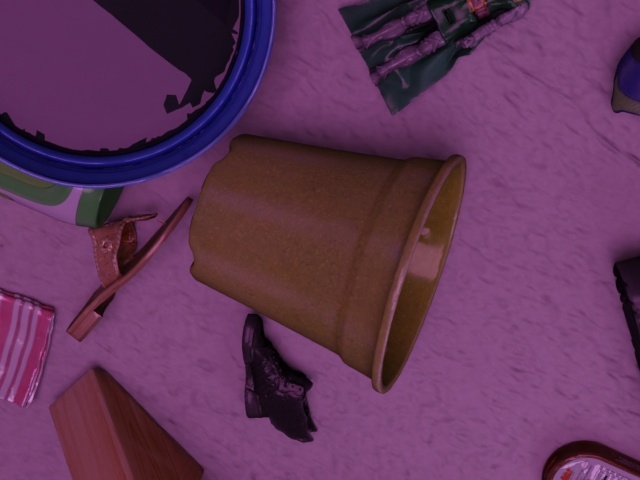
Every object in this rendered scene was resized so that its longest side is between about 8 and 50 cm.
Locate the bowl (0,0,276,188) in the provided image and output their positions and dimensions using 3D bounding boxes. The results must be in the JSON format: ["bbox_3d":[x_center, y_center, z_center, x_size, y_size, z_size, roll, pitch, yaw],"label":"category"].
[{"bbox_3d":[-0.243,-0.252,1.250,0.391,0.077,0.391,-1,98,-9],"label":"bowl"}]

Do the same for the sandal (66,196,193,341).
[{"bbox_3d":[-0.258,0.019,1.411,0.079,0.088,0.240,37,111,-10],"label":"sandal"}]

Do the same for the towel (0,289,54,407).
[{"bbox_3d":[-0.448,0.124,1.493,0.197,0.029,0.144,18,106,2],"label":"towel"}]

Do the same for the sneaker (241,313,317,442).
[{"bbox_3d":[-0.050,0.171,1.449,0.089,0.051,0.170,2,110,6],"label":"sneaker"}]

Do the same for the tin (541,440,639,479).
[{"bbox_3d":[0.369,0.321,1.447,0.189,0.040,0.106,24,102,0],"label":"tin"}]

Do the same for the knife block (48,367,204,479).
[{"bbox_3d":[-0.238,0.312,1.408,0.088,0.242,0.276,-41,97,14],"label":"knife block"}]

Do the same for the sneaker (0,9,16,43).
[{"bbox_3d":[-0.289,-0.272,1.320,0.130,0.087,0.228,16,87,3],"label":"sneaker"}]

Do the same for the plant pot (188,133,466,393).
[{"bbox_3d":[0.000,0.000,1.306,0.253,0.276,0.276,19,107,14],"label":"plant pot"}]

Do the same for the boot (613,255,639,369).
[{"bbox_3d":[0.597,0.137,1.309,0.445,0.146,0.367,-15,97,8],"label":"boot"}]

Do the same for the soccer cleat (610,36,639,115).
[{"bbox_3d":[0.465,-0.148,1.293,0.289,0.093,0.121,17,137,-3],"label":"soccer cleat"}]

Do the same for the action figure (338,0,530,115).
[{"bbox_3d":[0.151,-0.255,1.304,0.232,0.063,0.137,-28,97,10],"label":"action figure"}]

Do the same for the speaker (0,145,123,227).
[{"bbox_3d":[-0.378,-0.121,1.368,0.296,0.131,0.131,23,107,0],"label":"speaker"}]
